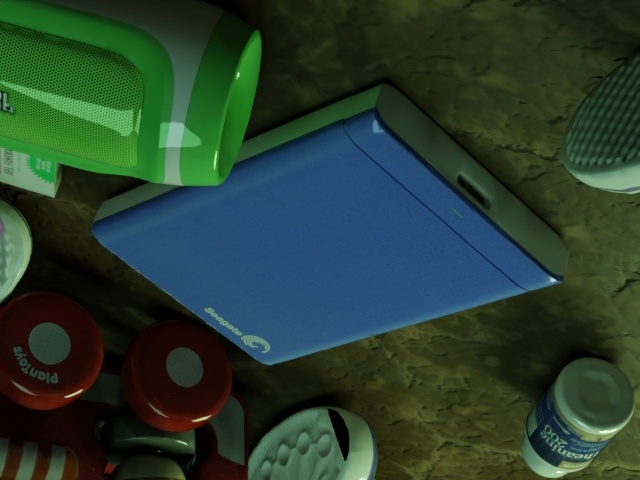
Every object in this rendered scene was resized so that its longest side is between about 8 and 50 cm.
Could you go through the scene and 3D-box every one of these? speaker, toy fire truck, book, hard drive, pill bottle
[{"bbox_3d":[-0.195,-0.125,1.126,0.296,0.131,0.131,15,147,5],"label":"speaker"},{"bbox_3d":[-0.207,0.200,1.465,0.302,0.254,0.169,14,151,-26],"label":"toy fire truck"},{"bbox_3d":[-0.272,-0.086,1.311,0.144,0.035,0.096,16,149,-1],"label":"book"},{"bbox_3d":[0.000,0.000,1.290,0.318,0.040,0.210,-19,132,43],"label":"hard drive"},{"bbox_3d":[0.207,0.150,1.385,0.067,0.067,0.120,20,147,-2],"label":"pill bottle"}]

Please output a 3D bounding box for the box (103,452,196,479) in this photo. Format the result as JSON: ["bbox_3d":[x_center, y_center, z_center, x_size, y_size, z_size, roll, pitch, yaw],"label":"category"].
[{"bbox_3d":[-0.175,0.286,1.660,0.184,0.191,0.045,-18,134,44],"label":"box"}]

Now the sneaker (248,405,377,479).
[{"bbox_3d":[0.038,0.280,1.642,0.236,0.130,0.323,9,134,-30],"label":"sneaker"}]

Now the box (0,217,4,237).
[{"bbox_3d":[-0.416,-0.055,1.300,0.293,0.057,0.201,-1,139,13],"label":"box"}]

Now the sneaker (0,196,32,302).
[{"bbox_3d":[-0.375,0.039,1.473,0.321,0.127,0.126,-29,102,20],"label":"sneaker"}]

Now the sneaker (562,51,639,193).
[{"bbox_3d":[0.293,-0.058,1.010,0.282,0.102,0.161,-15,137,41],"label":"sneaker"}]
